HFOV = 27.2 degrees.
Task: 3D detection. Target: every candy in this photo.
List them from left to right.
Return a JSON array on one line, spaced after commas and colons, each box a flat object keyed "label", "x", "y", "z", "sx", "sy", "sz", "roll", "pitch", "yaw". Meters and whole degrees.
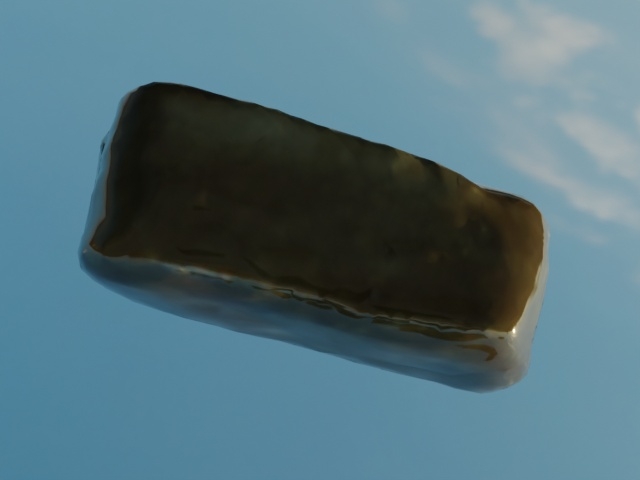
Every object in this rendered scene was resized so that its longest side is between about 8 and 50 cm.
[{"label": "candy", "x": 0.000, "y": 0.000, "z": 0.662, "sx": 0.234, "sy": 0.102, "sz": 0.104, "roll": 14, "pitch": -107, "yaw": -8}]
